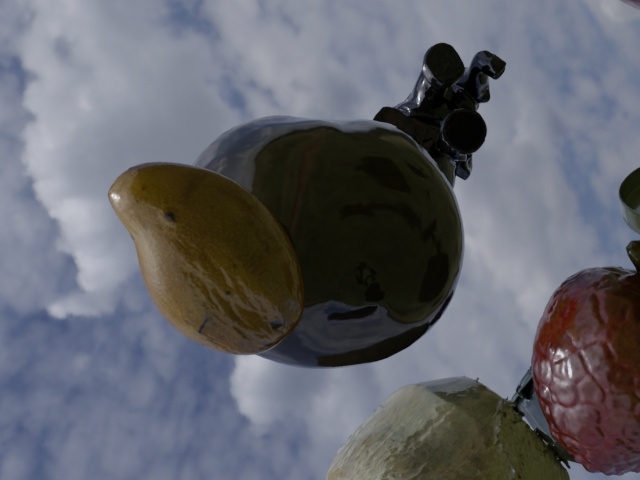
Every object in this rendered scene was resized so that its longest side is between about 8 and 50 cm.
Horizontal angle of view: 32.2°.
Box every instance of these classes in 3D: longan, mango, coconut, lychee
[{"bbox_3d":[0.000,0.000,1.367,0.361,0.361,0.361,30,-131,-41],"label":"longan"},{"bbox_3d":[-0.109,0.024,1.118,0.262,0.157,0.109,51,-154,-41],"label":"mango"},{"bbox_3d":[0.173,0.397,1.603,0.360,0.346,0.346,-46,-67,-17],"label":"coconut"},{"bbox_3d":[0.374,0.126,1.275,0.255,0.300,0.255,15,-157,-7],"label":"lychee"}]

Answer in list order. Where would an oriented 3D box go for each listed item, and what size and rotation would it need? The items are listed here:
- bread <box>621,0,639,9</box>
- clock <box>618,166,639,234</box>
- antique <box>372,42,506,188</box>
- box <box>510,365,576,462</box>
[{"bbox_3d":[0.406,-0.394,1.154,0.295,0.328,0.114,47,-171,35],"label":"bread"},{"bbox_3d":[0.434,-0.058,1.167,0.235,0.235,0.029,-48,-51,-53],"label":"clock"},{"bbox_3d":[0.167,-0.162,1.818,0.185,0.322,0.255,38,172,7],"label":"antique"},{"bbox_3d":[0.459,0.290,1.863,0.243,0.163,0.135,19,-153,-32],"label":"box"}]
